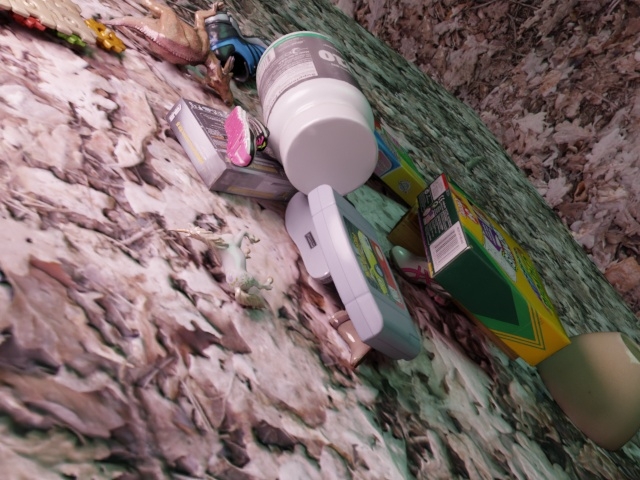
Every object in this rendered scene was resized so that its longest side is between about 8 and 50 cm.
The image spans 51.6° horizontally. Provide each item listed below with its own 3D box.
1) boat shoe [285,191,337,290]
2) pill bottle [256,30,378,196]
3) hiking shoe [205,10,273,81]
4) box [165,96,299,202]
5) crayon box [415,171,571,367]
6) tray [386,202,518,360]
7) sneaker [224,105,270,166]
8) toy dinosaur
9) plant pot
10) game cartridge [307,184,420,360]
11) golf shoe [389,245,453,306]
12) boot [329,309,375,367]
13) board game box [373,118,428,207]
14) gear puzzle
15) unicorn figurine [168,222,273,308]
[{"bbox_3d":[0.000,0.000,1.206,0.076,0.080,0.229,45,14,-43],"label":"boat shoe"},{"bbox_3d":[-0.010,-0.250,1.297,0.204,0.204,0.361,29,27,-30],"label":"pill bottle"},{"bbox_3d":[-0.189,-0.436,1.619,0.304,0.113,0.132,14,65,-55],"label":"hiking shoe"},{"bbox_3d":[-0.156,-0.165,1.246,0.231,0.056,0.183,4,46,-55],"label":"box"},{"bbox_3d":[0.360,0.051,1.435,0.313,0.106,0.363,40,23,-18],"label":"crayon box"},{"bbox_3d":[0.350,0.085,1.609,0.411,0.076,0.203,44,24,2],"label":"tray"},{"bbox_3d":[-0.122,-0.177,1.169,0.074,0.063,0.170,24,26,-26],"label":"sneaker"},{"bbox_3d":[-0.286,-0.399,1.361,0.295,0.127,0.201,7,58,-40],"label":"toy dinosaur"},{"bbox_3d":[0.691,0.329,1.596,0.284,0.191,0.284,35,25,-19],"label":"plant pot"},{"bbox_3d":[0.070,0.049,1.115,0.196,0.060,0.294,31,32,-53],"label":"game cartridge"},{"bbox_3d":[0.234,0.062,1.449,0.186,0.086,0.067,36,26,-14],"label":"golf shoe"},{"bbox_3d":[0.049,0.154,1.074,0.087,0.042,0.118,42,22,13],"label":"boot"},{"bbox_3d":[0.170,-0.236,1.794,0.316,0.064,0.242,35,23,-44],"label":"board game box"},{"bbox_3d":[-0.485,-0.400,1.147,0.338,0.044,0.176,11,38,-55],"label":"gear puzzle"},{"bbox_3d":[-0.130,0.025,0.971,0.162,0.060,0.111,54,25,22],"label":"unicorn figurine"}]
